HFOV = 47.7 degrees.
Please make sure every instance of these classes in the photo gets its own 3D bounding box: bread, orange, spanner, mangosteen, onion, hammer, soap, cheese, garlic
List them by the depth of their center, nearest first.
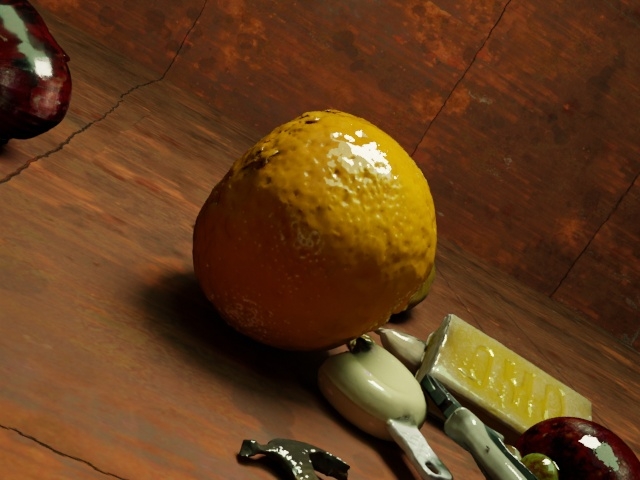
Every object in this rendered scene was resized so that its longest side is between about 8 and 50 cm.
[{"bbox_3d":[0.028,0.279,0.636,0.125,0.027,0.297,17,18,-35],"label":"hammer"},{"bbox_3d":[0.195,0.244,0.843,0.095,0.040,0.325,38,4,-27],"label":"spanner"},{"bbox_3d":[0.299,0.307,0.893,0.199,0.200,0.200,30,12,-7],"label":"mangosteen"},{"bbox_3d":[0.100,0.222,0.942,0.249,0.071,0.163,40,15,35],"label":"cheese"},{"bbox_3d":[0.000,0.000,0.992,0.293,0.340,0.340,48,13,5],"label":"orange"},{"bbox_3d":[-0.494,-0.266,1.097,0.280,0.221,0.281,32,7,-5],"label":"onion"},{"bbox_3d":[0.286,0.251,1.137,0.274,0.089,0.173,32,36,0],"label":"soap"},{"bbox_3d":[0.072,0.176,1.163,0.049,0.034,0.088,22,14,-12],"label":"bread"},{"bbox_3d":[0.148,0.192,1.237,0.084,0.066,0.152,4,-16,45],"label":"garlic"}]

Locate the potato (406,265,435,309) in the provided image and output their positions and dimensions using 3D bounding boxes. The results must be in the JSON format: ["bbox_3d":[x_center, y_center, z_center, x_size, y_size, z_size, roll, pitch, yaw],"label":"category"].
[{"bbox_3d":[0.138,0.063,1.547,0.196,0.176,0.369,70,20,-6],"label":"potato"}]
